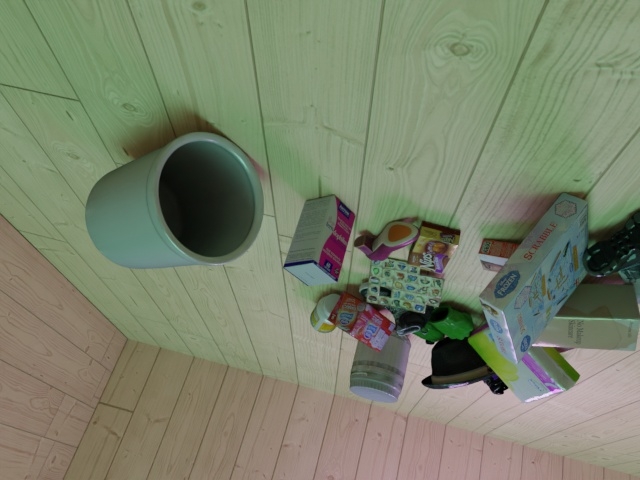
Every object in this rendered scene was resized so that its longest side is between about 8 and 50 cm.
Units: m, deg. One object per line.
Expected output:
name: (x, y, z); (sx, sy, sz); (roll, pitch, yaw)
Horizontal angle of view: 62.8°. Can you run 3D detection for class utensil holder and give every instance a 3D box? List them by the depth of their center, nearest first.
utensil holder: (-0.396, -0.083, 1.402); (0.386, 0.327, 0.328); (-9, 143, 43)

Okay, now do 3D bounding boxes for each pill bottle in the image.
pill bottle: (0.033, 0.281, 2.047); (0.118, 0.117, 0.208); (19, 152, -3)

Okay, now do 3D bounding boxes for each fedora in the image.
fedora: (0.514, 0.432, 1.943); (0.335, 0.152, 0.334); (-15, 174, -2)

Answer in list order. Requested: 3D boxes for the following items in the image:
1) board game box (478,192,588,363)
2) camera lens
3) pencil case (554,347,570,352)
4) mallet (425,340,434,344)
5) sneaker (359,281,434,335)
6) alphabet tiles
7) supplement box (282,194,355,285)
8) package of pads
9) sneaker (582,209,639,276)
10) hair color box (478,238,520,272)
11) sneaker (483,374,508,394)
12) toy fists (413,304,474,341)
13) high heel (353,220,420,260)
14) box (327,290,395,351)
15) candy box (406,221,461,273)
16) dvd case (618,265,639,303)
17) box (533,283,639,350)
board game box: (0.518, 0.101, 1.246); (0.066, 0.318, 0.318); (33, 166, 39)
camera lens: (0.246, 0.504, 2.166); (0.220, 0.274, 0.219); (13, 152, 7)
pencil case: (0.776, 0.307, 1.680); (0.124, 0.124, 0.284); (22, 151, -10)
mallet: (0.503, 0.384, 2.071); (0.190, 0.062, 0.039); (6, 155, -10)
sneaker: (0.254, 0.237, 1.802); (0.269, 0.153, 0.101); (14, 152, 5)
alphabet tiles: (0.273, 0.147, 1.696); (0.238, 0.009, 0.198); (10, 126, 11)
supplement box: (0.000, 0.000, 1.438); (0.114, 0.219, 0.111); (-11, 142, 40)
package of pads: (0.652, 0.383, 1.722); (0.296, 0.101, 0.229); (49, 150, 11)
sneaker: (0.730, -0.003, 1.193); (0.106, 0.101, 0.267); (-3, 156, -30)
hair color box: (0.516, 0.052, 1.399); (0.167, 0.053, 0.093); (12, 154, 34)
sneaker: (0.696, 0.552, 2.143); (0.294, 0.146, 0.102); (-7, 144, 37)
toy fists: (0.427, 0.301, 1.894); (0.142, 0.096, 0.279); (37, 149, -19)
high heel: (0.213, 0.014, 1.497); (0.117, 0.082, 0.244); (29, 148, -31)
box: (0.155, 0.303, 1.944); (0.123, 0.128, 0.257); (25, 171, 40)
candy box: (0.316, 0.023, 1.486); (0.109, 0.053, 0.186); (15, 151, 4)
dvd case: (0.869, 0.092, 1.329); (0.179, 0.029, 0.239); (-11, 143, 41)
box: (0.680, 0.205, 1.429); (0.312, 0.121, 0.147); (-2, 133, 24)
